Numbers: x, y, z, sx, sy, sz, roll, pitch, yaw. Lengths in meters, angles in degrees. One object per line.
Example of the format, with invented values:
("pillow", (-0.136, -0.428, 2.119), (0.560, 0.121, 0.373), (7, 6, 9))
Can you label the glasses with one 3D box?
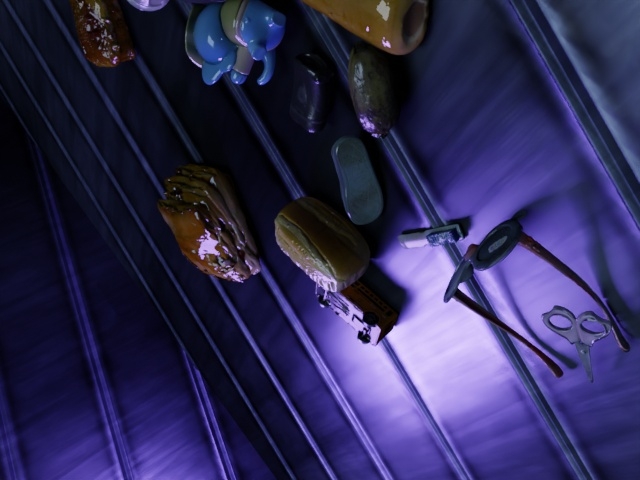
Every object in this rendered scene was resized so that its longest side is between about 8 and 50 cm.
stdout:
("glasses", (0.352, 0.095, 1.082), (0.268, 0.118, 0.234), (35, 146, 0))

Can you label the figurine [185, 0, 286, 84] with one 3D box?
("figurine", (-0.169, -0.398, 1.283), (0.262, 0.154, 0.179), (30, 129, 46))

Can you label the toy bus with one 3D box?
("toy bus", (0.078, 0.145, 1.477), (0.194, 0.088, 0.083), (41, 145, 24))

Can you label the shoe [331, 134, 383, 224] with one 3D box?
("shoe", (0.070, -0.127, 1.275), (0.078, 0.079, 0.195), (-103, -6, -55))

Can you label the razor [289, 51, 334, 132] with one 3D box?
("razor", (-0.019, -0.287, 1.255), (0.090, 0.054, 0.148), (41, 145, 27))

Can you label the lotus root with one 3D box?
("lotus root", (0.091, -0.250, 1.092), (0.089, 0.081, 0.179), (-104, -1, -48))

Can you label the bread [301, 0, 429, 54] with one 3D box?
("bread", (0.039, -0.408, 1.032), (0.305, 0.091, 0.142), (41, 151, 28))

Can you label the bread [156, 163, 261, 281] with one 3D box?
("bread", (-0.327, -0.040, 1.822), (0.278, 0.167, 0.324), (14, 127, 50))

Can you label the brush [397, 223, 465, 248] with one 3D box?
("brush", (0.201, -0.001, 1.223), (0.033, 0.030, 0.179), (55, 151, -14))

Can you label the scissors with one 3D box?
("scissors", (0.405, 0.166, 1.005), (0.100, 0.015, 0.189), (4, 137, 36))

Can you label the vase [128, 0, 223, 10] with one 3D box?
("vase", (-0.278, -0.529, 1.254), (0.321, 0.173, 0.173), (11, 126, 50))

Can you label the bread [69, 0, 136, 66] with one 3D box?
("bread", (-0.624, -0.661, 1.753), (0.185, 0.109, 0.380), (18, 130, 49))

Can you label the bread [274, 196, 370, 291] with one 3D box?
("bread", (0.000, 0.000, 1.406), (0.236, 0.140, 0.106), (41, 149, 27))
